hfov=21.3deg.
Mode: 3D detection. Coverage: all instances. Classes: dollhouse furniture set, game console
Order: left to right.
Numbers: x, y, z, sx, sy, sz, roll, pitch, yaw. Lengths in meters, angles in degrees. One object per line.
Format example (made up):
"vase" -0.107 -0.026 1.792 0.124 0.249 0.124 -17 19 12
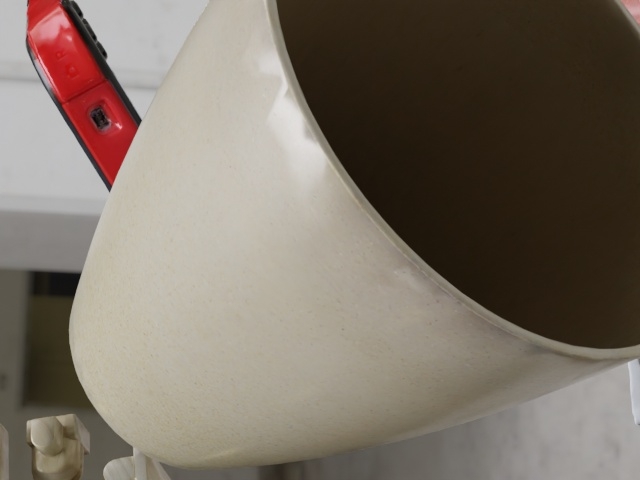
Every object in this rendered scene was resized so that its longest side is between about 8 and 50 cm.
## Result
"dollhouse furniture set" -0.168 0.200 1.121 0.123 0.151 0.144 69 -168 -58
"game console" -0.153 -0.063 1.574 0.386 0.060 0.342 60 -179 -19

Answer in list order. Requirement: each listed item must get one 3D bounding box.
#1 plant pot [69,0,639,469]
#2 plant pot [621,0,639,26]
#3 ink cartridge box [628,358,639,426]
"plant pot" 0.000 0.000 0.817 0.274 0.256 0.256 -39 43 40
"plant pot" 0.313 -0.214 1.605 0.265 0.272 0.272 -2 84 37
"ink cartridge box" 0.264 0.057 1.294 0.150 0.063 0.109 -69 -29 -65
